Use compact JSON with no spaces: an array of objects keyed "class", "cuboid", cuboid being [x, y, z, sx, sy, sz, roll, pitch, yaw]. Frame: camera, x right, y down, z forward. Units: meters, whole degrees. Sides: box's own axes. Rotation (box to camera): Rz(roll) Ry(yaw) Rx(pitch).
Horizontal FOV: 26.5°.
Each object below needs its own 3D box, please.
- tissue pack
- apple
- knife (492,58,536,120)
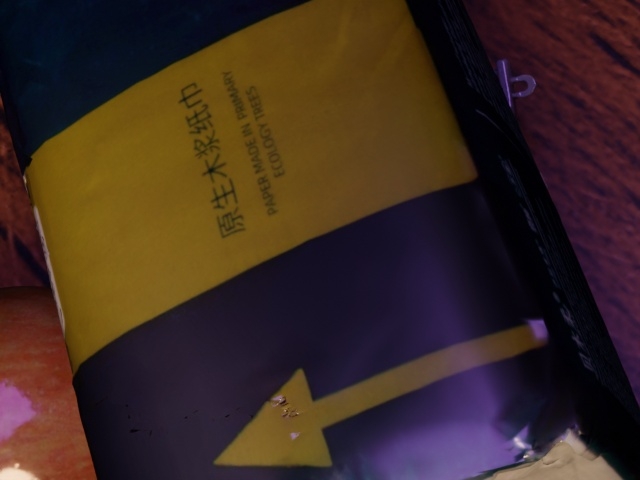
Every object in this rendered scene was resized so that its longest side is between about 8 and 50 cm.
[{"class":"tissue pack","cuboid":[0.000,0.000,0.753,0.253,0.264,0.416,-27,62,11]},{"class":"apple","cuboid":[-0.172,0.121,0.833,0.174,0.188,0.188,-7,66,1]},{"class":"knife","cuboid":[0.100,0.022,0.875,0.123,0.053,0.278,-17,65,27]}]
